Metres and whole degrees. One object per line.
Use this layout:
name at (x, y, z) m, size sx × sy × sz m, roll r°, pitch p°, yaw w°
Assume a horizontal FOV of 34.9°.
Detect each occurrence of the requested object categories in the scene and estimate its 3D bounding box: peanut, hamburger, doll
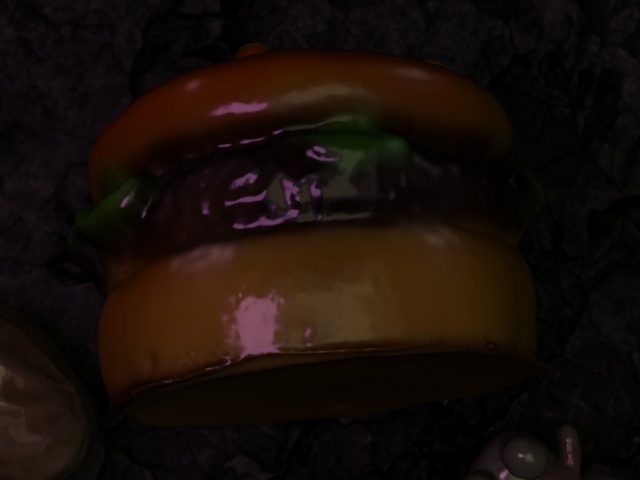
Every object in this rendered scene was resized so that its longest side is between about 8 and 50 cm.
peanut at (-0.344, 0.114, 0.899) m, size 0.313 × 0.152 × 0.152 m, roll 24°, pitch 81°, yaw -9°
hamburger at (0.000, 0.000, 0.874) m, size 0.396 × 0.396 × 0.277 m, roll -2°, pitch 74°, yaw -14°
doll at (0.260, 0.283, 1.059) m, size 0.275 × 0.113 × 0.154 m, roll 34°, pitch 89°, yaw -16°
